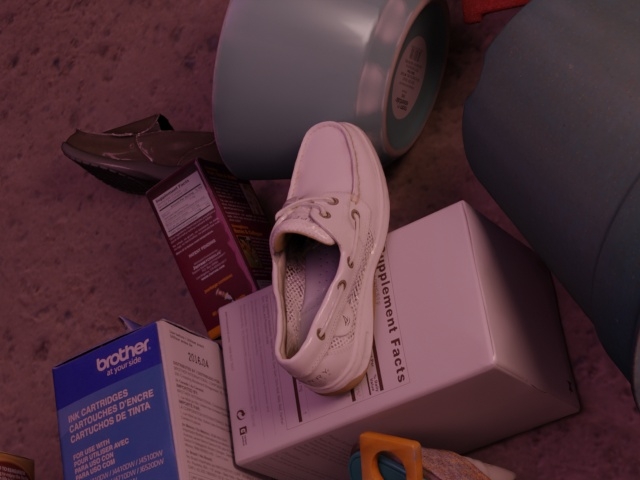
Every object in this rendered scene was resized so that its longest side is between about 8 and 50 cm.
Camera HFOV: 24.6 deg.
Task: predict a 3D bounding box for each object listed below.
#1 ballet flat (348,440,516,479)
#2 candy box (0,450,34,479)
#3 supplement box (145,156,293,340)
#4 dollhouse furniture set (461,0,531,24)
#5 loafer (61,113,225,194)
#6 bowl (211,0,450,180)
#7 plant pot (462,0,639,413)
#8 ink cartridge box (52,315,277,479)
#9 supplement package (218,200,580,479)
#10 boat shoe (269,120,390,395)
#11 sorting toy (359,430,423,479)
[{"bbox_3d":[0.168,0.270,1.346,0.316,0.106,0.107,36,134,24],"label":"ballet flat"},{"bbox_3d":[-0.389,0.395,1.543,0.183,0.087,0.316,-21,61,29],"label":"candy box"},{"bbox_3d":[-0.103,0.011,1.628,0.081,0.104,0.188,-32,73,21],"label":"supplement box"},{"bbox_3d":[0.320,-0.322,1.392,0.374,0.201,0.152,-8,100,30],"label":"dollhouse furniture set"},{"bbox_3d":[-0.204,-0.106,1.793,0.251,0.094,0.087,12,74,29],"label":"loafer"},{"bbox_3d":[0.030,-0.193,1.544,0.163,0.311,0.311,17,83,20],"label":"bowl"},{"bbox_3d":[0.311,-0.053,1.261,0.341,0.341,0.334,-50,43,10],"label":"plant pot"},{"bbox_3d":[-0.119,0.252,1.468,0.151,0.270,0.395,-23,60,24],"label":"ink cartridge box"},{"bbox_3d":[0.073,0.115,1.440,0.293,0.177,0.175,-24,58,26],"label":"supplement package"},{"bbox_3d":[0.000,0.000,1.365,0.098,0.096,0.277,-16,60,31],"label":"boat shoe"},{"bbox_3d":[0.068,0.346,1.338,0.196,0.047,0.347,-9,96,41],"label":"sorting toy"}]
